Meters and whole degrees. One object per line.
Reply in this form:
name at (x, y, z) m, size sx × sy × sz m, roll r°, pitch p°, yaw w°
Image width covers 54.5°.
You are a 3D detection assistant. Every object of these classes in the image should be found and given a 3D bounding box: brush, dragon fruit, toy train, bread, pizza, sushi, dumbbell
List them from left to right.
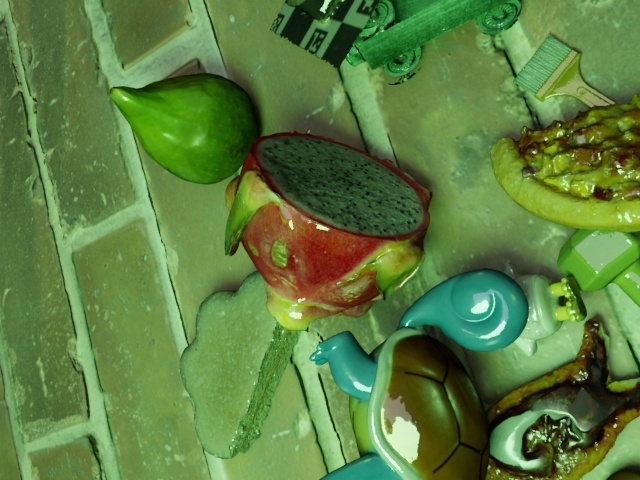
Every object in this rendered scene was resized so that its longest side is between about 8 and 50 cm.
bread at (-0.145, 0.196, 1.067) m, size 0.183 × 0.102 × 0.337 m, roll 28°, pitch 101°, yaw 30°
dragon fruit at (0.000, 0.000, 0.909) m, size 0.305 × 0.305 × 0.225 m, roll 41°, pitch 126°, yaw 24°
sushi at (0.027, -0.485, 0.956) m, size 0.373 × 0.100 × 0.296 m, roll -57°, pitch 37°, yaw 13°
toy train at (0.171, -0.370, 0.951) m, size 0.308 × 0.126 × 0.189 m, roll -21°, pitch 46°, yaw 25°
bread at (0.323, 0.237, 0.834) m, size 0.269 × 0.095 × 0.139 m, roll -43°, pitch 70°, yaw 3°
brush at (0.377, -0.203, 0.876) m, size 0.205 × 0.011 × 0.083 m, roll 44°, pitch 106°, yaw 22°
pizza at (0.355, -0.117, 0.795) m, size 0.229 × 0.081 × 0.289 m, roll -40°, pitch 32°, yaw -4°
dumbbell at (0.437, 0.092, 0.769) m, size 0.302 × 0.121 × 0.108 m, roll 49°, pitch 137°, yaw 21°

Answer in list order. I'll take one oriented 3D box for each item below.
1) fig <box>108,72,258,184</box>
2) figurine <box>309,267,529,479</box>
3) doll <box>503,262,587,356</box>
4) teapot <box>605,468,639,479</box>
fig at (-0.239, -0.199, 1.043) m, size 0.206 × 0.275 × 0.205 m, roll -2°, pitch 85°, yaw 25°
figurine at (0.126, 0.233, 0.817) m, size 0.243 × 0.298 × 0.416 m, roll 9°, pitch 86°, yaw 27°
doll at (0.259, 0.099, 0.861) m, size 0.207 × 0.081 × 0.129 m, roll -21°, pitch 75°, yaw 39°
teapot at (0.405, 0.356, 0.791) m, size 0.098 × 0.078 × 0.129 m, roll -160°, pitch 71°, yaw -67°
